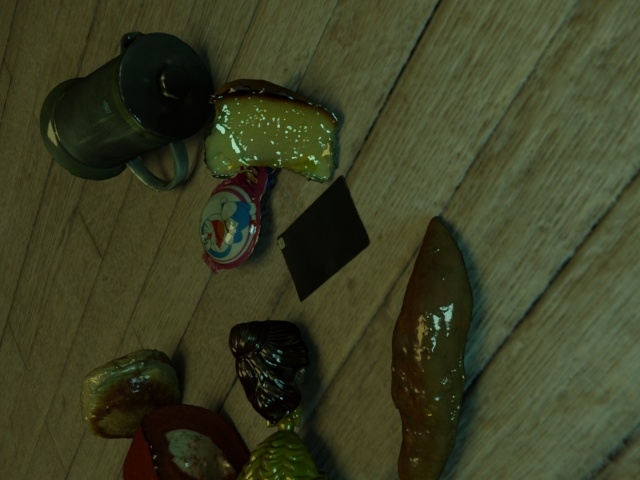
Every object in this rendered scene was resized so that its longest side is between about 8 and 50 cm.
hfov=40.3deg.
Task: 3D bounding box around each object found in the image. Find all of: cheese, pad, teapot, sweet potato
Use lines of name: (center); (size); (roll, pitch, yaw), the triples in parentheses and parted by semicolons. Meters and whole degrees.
cheese: (-0.132, -0.056, 1.412); (0.155, 0.062, 0.244); (47, 116, 38)
pad: (0.000, 0.000, 1.298); (0.193, 0.004, 0.116); (-41, 62, 44)
teapot: (-0.327, -0.212, 1.560); (0.337, 0.200, 0.270); (-13, 109, 50)
sweet potato: (0.133, 0.149, 1.066); (0.106, 0.095, 0.354); (-62, -25, -85)

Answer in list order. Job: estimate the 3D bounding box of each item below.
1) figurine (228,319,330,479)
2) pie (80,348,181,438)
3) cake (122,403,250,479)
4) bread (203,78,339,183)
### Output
figurine: (-0.062, 0.276, 1.310); (0.187, 0.168, 0.315); (-27, 63, 61)
pie: (-0.353, 0.292, 1.628); (0.084, 0.179, 0.205); (46, 134, 46)
cake: (-0.214, 0.417, 1.470); (0.283, 0.177, 0.151); (58, 135, 38)
bread: (-0.078, -0.152, 1.253); (0.169, 0.160, 0.140); (25, 113, 41)
